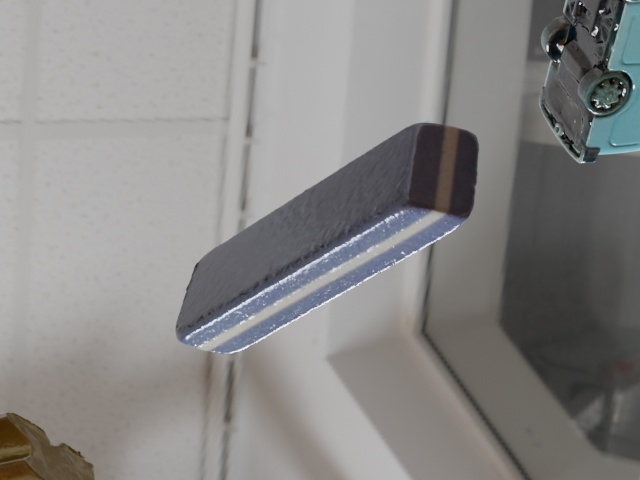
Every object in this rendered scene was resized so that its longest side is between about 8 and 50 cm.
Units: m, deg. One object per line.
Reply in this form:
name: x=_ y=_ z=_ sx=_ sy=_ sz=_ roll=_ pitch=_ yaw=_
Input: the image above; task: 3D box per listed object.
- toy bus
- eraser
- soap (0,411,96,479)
toy bus: x=0.327 y=-0.220 z=1.337 sx=0.164 sy=0.133 sz=0.271 roll=-3 pitch=-52 yaw=-15
eraser: x=0.000 y=0.000 z=0.835 sx=0.036 sy=0.225 sz=0.082 roll=40 pitch=-142 yaw=-26
soap: x=-0.256 y=0.195 z=0.870 sx=0.232 sy=0.073 sz=0.140 roll=-10 pitch=-56 yaw=-13
